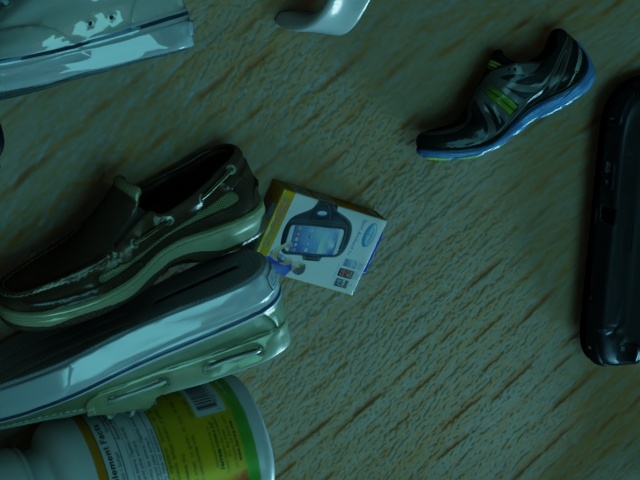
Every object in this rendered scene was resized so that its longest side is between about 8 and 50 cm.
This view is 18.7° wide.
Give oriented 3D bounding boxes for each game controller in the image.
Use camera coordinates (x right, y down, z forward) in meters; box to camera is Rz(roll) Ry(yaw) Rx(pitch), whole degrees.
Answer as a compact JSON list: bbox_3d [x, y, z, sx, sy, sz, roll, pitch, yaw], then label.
[{"bbox_3d":[0.342,-0.023,1.956,0.166,0.067,0.319,-19,124,-36],"label":"game controller"}]

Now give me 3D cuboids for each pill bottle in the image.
[{"bbox_3d":[-0.177,0.211,1.738,0.246,0.136,0.136,-13,120,-22],"label":"pill bottle"}]

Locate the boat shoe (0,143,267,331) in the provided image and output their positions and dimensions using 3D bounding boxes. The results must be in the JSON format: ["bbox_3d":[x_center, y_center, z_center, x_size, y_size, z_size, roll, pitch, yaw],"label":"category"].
[{"bbox_3d":[-0.169,-0.013,1.662,0.257,0.095,0.095,-27,122,-28],"label":"boat shoe"}]

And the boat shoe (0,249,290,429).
[{"bbox_3d":[-0.168,0.107,1.678,0.302,0.109,0.094,-21,114,0],"label":"boat shoe"}]

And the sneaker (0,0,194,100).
[{"bbox_3d":[-0.233,-0.167,1.558,0.258,0.094,0.091,-16,93,-17],"label":"sneaker"}]

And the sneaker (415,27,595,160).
[{"bbox_3d":[0.164,-0.133,1.800,0.188,0.067,0.078,-32,104,-8],"label":"sneaker"}]

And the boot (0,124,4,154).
[{"bbox_3d":[-0.269,-0.196,1.449,0.207,0.094,0.246,-44,84,0],"label":"boot"}]

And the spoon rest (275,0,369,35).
[{"bbox_3d":[0.032,-0.297,1.624,0.137,0.084,0.276,1,115,-29],"label":"spoon rest"}]

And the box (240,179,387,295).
[{"bbox_3d":[0.000,0.000,1.794,0.136,0.028,0.081,17,105,-32],"label":"box"}]
